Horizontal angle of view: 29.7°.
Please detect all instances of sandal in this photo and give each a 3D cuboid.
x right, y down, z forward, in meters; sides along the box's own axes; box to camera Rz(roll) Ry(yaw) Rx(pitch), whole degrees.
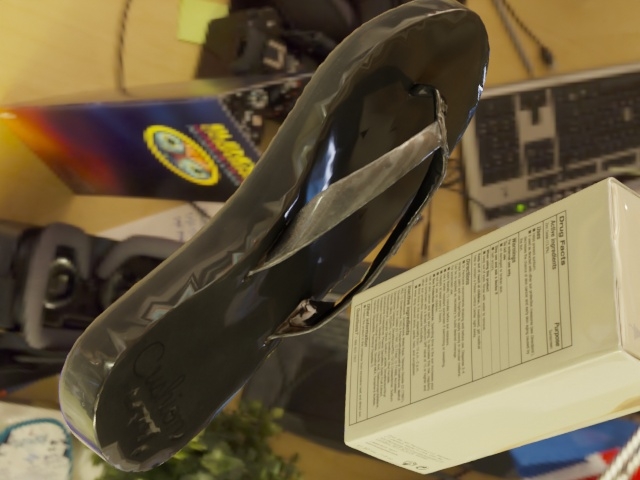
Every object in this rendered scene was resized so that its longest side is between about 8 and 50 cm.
[{"bbox_3d":[0.000,0.001,0.517,0.254,0.054,0.097,-50,144,-18],"label":"sandal"}]

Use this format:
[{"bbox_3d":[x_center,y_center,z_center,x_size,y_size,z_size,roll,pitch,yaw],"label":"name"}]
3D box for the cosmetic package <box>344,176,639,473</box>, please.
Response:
[{"bbox_3d":[0.061,0.032,0.389,0.041,0.115,0.060,26,55,-33],"label":"cosmetic package"}]
